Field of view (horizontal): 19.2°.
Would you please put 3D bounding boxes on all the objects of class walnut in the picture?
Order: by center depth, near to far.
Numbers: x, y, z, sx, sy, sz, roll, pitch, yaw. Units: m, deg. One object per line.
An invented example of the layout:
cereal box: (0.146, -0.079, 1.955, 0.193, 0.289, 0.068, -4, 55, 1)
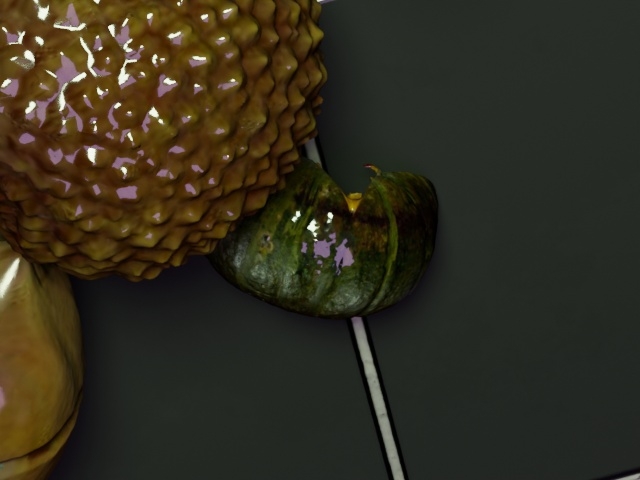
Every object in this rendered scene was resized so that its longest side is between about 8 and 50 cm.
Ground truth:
walnut: (-0.263, 0.105, 1.304, 0.203, 0.203, 0.298, 20, 133, -20)

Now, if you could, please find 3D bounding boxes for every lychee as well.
lychee: (-0.128, -0.113, 1.175, 0.268, 0.267, 0.267, -4, 122, -7)

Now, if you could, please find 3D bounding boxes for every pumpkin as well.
pumpkin: (0.000, 0.000, 1.343, 0.184, 0.107, 0.119, 9, 125, -12)
